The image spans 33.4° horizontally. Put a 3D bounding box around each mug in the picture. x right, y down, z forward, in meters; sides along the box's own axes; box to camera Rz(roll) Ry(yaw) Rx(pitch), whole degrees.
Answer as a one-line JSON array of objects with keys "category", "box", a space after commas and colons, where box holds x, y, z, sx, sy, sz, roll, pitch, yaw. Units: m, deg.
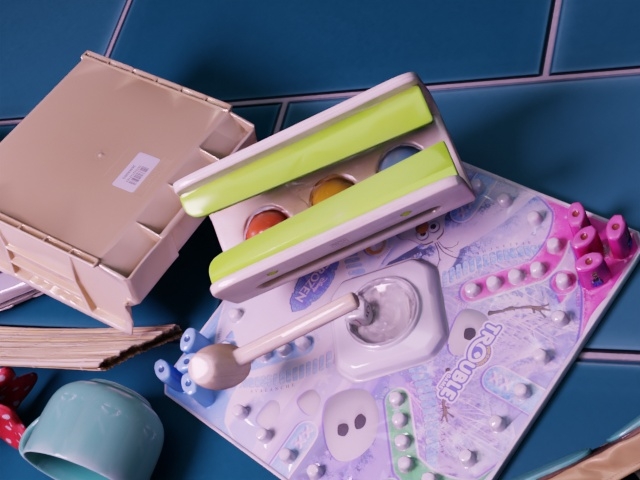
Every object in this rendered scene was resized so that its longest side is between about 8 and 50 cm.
[{"category": "mug", "box": [-0.242, 0.200, 1.113, 0.157, 0.129, 0.097, 19, 63, 8]}]

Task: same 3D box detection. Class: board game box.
[{"category": "board game box", "box": [0.062, 0.073, 1.092, 0.390, 0.050, 0.390, 27, 75, 38]}]

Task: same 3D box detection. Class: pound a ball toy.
[{"category": "pound a ball toy", "box": [0.000, 0.000, 1.078, 0.319, 0.135, 0.208, -25, 76, 12]}]

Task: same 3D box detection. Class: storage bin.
[{"category": "storage bin", "box": [-0.239, -0.062, 1.234, 0.260, 0.123, 0.262, 23, 58, 23]}]

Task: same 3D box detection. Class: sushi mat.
[{"category": "sushi mat", "box": [-0.330, 0.121, 1.226, 0.316, 0.151, 0.019, -2, 100, 27]}]

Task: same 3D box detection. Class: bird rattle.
[{"category": "bird rattle", "box": [-0.451, 0.207, 1.196, 0.253, 0.207, 0.143, -8, 73, 34]}]

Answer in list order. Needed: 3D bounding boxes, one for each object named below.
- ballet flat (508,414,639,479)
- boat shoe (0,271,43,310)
[{"category": "ballet flat", "box": [0.252, 0.196, 0.906, 0.232, 0.080, 0.073, -31, 78, 10]}, {"category": "boat shoe", "box": [-0.422, 0.050, 1.345, 0.267, 0.088, 0.096, -22, 73, 11]}]
